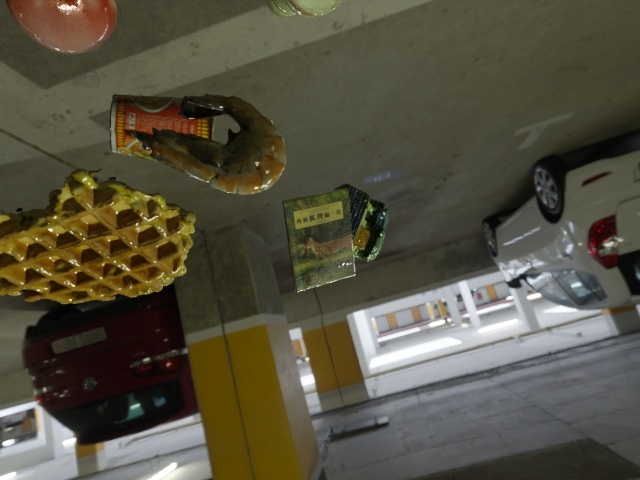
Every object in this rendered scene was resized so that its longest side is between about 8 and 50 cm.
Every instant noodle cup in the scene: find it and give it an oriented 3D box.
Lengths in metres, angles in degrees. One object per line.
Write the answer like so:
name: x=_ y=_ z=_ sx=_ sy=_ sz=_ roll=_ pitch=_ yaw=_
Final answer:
instant noodle cup: x=-0.361 y=-0.256 z=0.958 sx=0.212 sy=0.193 sz=0.193 roll=3 pitch=161 yaw=-20

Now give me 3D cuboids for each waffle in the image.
waffle: x=-0.327 y=0.011 z=0.584 sx=0.301 sy=0.058 sz=0.281 roll=-6 pitch=145 yaw=-15

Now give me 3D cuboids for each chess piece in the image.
chess piece: x=-0.072 y=-0.896 z=1.451 sx=0.234 sy=0.234 sz=0.442 roll=-13 pitch=-154 yaw=-13

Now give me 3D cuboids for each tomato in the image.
tomato: x=-0.830 y=-0.764 z=1.346 sx=0.322 sy=0.321 sz=0.321 roll=-15 pitch=167 yaw=-3

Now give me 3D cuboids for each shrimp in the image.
shrimp: x=-0.173 y=-0.165 z=0.646 sx=0.254 sy=0.145 sz=0.059 roll=25 pitch=-179 yaw=1

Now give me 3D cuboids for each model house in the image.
model house: x=0.096 y=-0.061 z=1.245 sx=0.170 sy=0.193 sz=0.211 roll=20 pitch=174 yaw=24

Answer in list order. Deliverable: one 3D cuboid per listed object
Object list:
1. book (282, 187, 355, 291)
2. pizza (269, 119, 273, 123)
book: x=0.000 y=0.000 z=0.981 sx=0.160 sy=0.228 sz=0.024 roll=-14 pitch=-156 yaw=-19
pizza: x=-0.126 y=-0.222 z=0.924 sx=0.083 sy=0.078 sz=0.025 roll=-30 pitch=-178 yaw=29
